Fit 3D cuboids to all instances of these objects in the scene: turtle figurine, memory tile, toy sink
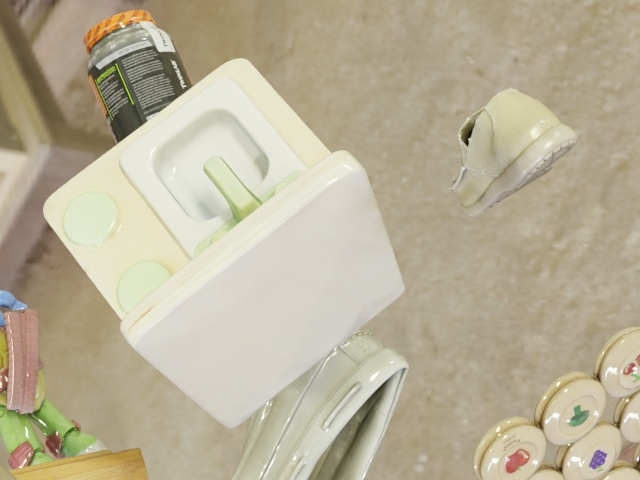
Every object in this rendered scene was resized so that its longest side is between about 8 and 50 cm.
[{"bbox_3d":[-0.388,0.226,1.553,0.275,0.198,0.266,-43,82,-9],"label":"turtle figurine"},{"bbox_3d":[0.148,0.094,0.650,0.148,0.113,0.012,-36,39,-9],"label":"memory tile"},{"bbox_3d":[-0.058,-0.003,0.786,0.153,0.234,0.131,-39,70,-4],"label":"toy sink"}]

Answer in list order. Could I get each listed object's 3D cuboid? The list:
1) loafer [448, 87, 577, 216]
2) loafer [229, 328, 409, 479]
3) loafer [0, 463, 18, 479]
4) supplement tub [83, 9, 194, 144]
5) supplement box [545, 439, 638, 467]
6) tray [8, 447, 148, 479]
[{"bbox_3d":[0.190,-0.097,1.374,0.092,0.102,0.268,57,167,4],"label":"loafer"},{"bbox_3d":[-0.020,0.221,1.052,0.111,0.112,0.319,21,96,35],"label":"loafer"},{"bbox_3d":[-0.217,0.117,0.700,0.148,0.050,0.056,26,109,27],"label":"loafer"},{"bbox_3d":[-0.212,-0.177,1.615,0.117,0.117,0.190,-32,78,41],"label":"supplement tub"},{"bbox_3d":[0.254,0.305,1.382,0.191,0.194,0.129,-22,82,26],"label":"supplement box"},{"bbox_3d":[-0.331,0.221,0.900,0.203,0.411,0.076,-20,78,37],"label":"tray"}]
